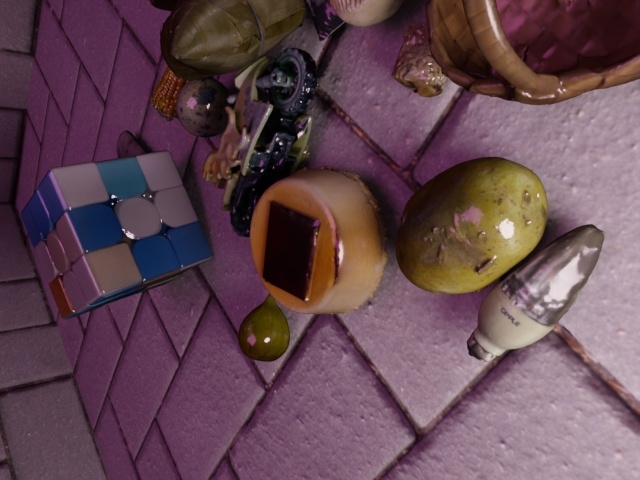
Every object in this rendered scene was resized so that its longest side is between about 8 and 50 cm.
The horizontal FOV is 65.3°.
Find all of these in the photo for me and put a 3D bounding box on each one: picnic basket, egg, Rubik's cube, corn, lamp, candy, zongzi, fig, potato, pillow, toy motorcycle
[{"bbox_3d":[0.242,-0.307,0.561,0.337,0.337,0.293,7,98,47],"label":"picnic basket"},{"bbox_3d":[-0.295,-0.333,1.272,0.181,0.141,0.141,-38,65,63],"label":"egg"},{"bbox_3d":[-0.577,-0.016,1.412,0.344,0.346,0.347,-26,89,46],"label":"Rubik's cube"},{"bbox_3d":[-0.363,-0.454,1.359,0.318,0.115,0.115,-42,64,38],"label":"corn"},{"bbox_3d":[0.295,0.078,0.698,0.101,0.101,0.250,51,123,31],"label":"lamp"},{"bbox_3d":[0.167,-0.295,0.823,0.095,0.085,0.110,24,100,34],"label":"candy"},{"bbox_3d":[-0.257,-0.386,0.988,0.356,0.393,0.174,-8,124,41],"label":"zongzi"},{"bbox_3d":[-0.115,0.163,1.157,0.124,0.124,0.236,16,90,46],"label":"fig"},{"bbox_3d":[0.210,-0.019,0.741,0.228,0.148,0.197,-8,83,57],"label":"potato"},{"bbox_3d":[0.017,-0.509,0.975,0.141,0.055,0.208,-27,74,38],"label":"pillow"},{"bbox_3d":[-0.133,-0.218,1.077,0.237,0.168,0.410,47,122,47],"label":"toy motorcycle"}]

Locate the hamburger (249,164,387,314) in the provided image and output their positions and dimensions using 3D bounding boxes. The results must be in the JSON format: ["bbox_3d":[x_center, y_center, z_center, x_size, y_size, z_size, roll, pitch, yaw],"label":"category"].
[{"bbox_3d":[0.000,0.000,0.963,0.302,0.170,0.302,10,105,43],"label":"hamburger"}]

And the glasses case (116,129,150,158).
[{"bbox_3d":[-0.593,-0.255,1.658,0.299,0.060,0.114,42,123,37],"label":"glasses case"}]

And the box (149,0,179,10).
[{"bbox_3d":[-0.291,-0.659,1.141,0.301,0.301,0.216,12,112,46],"label":"box"}]

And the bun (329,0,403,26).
[{"bbox_3d":[0.099,-0.478,0.831,0.231,0.133,0.231,17,111,52],"label":"bun"}]
